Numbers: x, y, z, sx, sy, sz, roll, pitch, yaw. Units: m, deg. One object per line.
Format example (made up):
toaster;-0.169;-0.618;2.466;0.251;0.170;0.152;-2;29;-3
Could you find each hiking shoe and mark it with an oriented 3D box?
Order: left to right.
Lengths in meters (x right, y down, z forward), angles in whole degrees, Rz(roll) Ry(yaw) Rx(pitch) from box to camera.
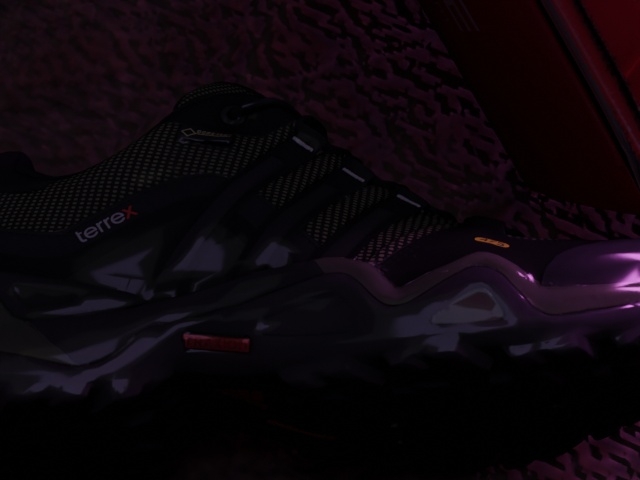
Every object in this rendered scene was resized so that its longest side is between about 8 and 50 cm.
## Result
hiking shoe;0.000;0.000;0.369;0.227;0.086;0.114;-2;60;-5

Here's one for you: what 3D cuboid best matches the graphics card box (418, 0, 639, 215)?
graphics card box;0.160;-0.207;0.408;0.371;0.094;0.233;-38;108;-13
